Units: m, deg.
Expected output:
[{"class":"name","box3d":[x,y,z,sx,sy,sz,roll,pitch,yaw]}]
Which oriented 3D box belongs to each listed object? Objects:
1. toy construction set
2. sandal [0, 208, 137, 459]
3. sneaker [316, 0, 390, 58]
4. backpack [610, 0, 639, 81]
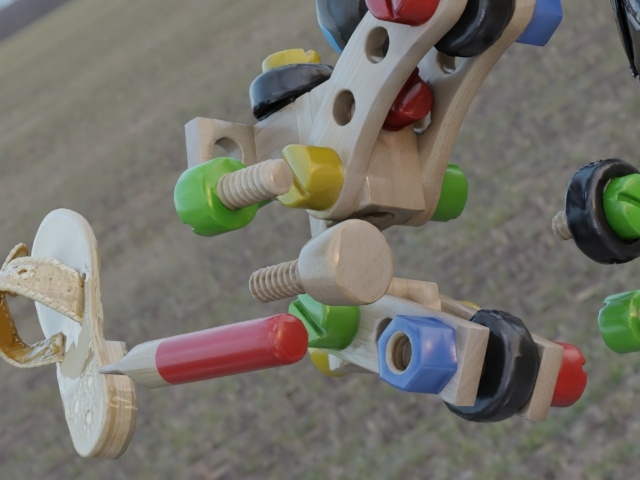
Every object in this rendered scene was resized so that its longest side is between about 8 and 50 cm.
[{"class":"toy construction set","box3d":[0.000,0.000,0.999,0.309,0.258,0.237,-26,8,-42]},{"class":"sandal","box3d":[-0.189,0.049,1.222,0.088,0.079,0.240,-64,33,27]},{"class":"sneaker","box3d":[0.148,-0.233,1.274,0.341,0.125,0.140,-37,35,-1]},{"class":"backpack","box3d":[0.212,-0.164,1.068,0.101,0.120,0.098,-14,-9,-10]}]
